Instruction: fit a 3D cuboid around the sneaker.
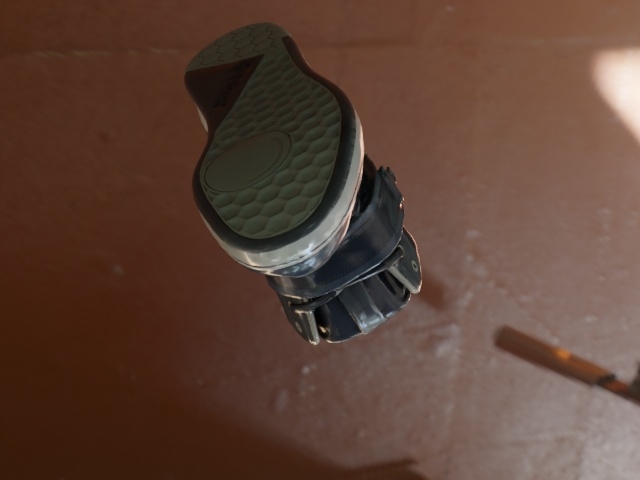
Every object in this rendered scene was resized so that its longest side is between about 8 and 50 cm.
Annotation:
[{"bbox_3d":[0.002,-0.001,0.821,0.086,0.226,0.163,-24,117,5],"label":"sneaker"}]
